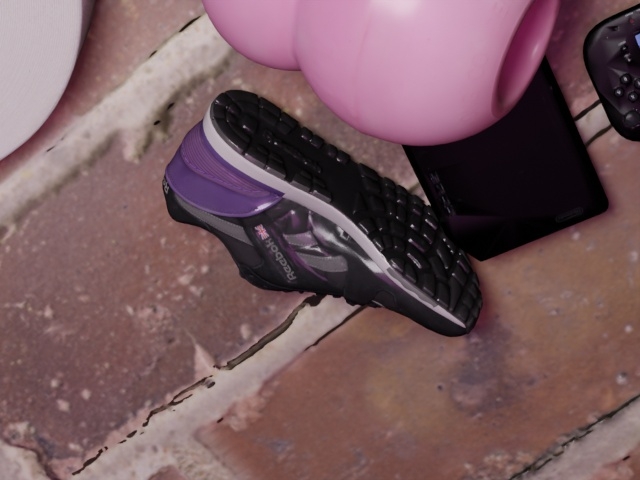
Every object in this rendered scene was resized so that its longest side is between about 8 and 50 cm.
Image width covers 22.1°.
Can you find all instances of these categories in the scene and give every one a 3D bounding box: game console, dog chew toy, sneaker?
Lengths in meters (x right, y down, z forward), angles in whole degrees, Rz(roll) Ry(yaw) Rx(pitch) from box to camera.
[{"bbox_3d":[0.232,-0.138,1.299,0.361,0.044,0.213,-23,109,12],"label":"game console"},{"bbox_3d":[0.006,-0.204,1.199,0.331,0.206,0.207,26,114,19],"label":"dog chew toy"},{"bbox_3d":[0.000,0.000,1.357,0.283,0.107,0.124,37,125,-7],"label":"sneaker"}]

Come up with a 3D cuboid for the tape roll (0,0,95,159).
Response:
[{"bbox_3d":[-0.364,-0.214,1.251,0.392,0.072,0.392,3,126,4],"label":"tape roll"}]
